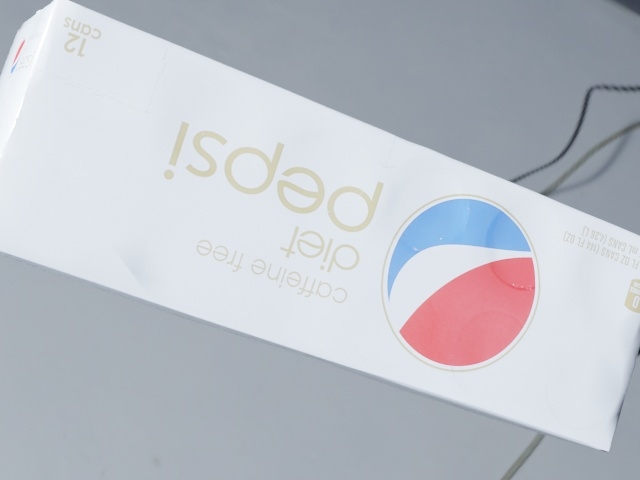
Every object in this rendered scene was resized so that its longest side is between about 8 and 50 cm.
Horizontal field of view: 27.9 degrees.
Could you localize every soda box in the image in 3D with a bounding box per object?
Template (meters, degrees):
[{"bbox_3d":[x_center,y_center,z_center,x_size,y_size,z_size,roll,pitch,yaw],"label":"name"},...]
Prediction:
[{"bbox_3d":[0.000,0.000,0.410,0.216,0.069,0.074,20,85,-21],"label":"soda box"}]
